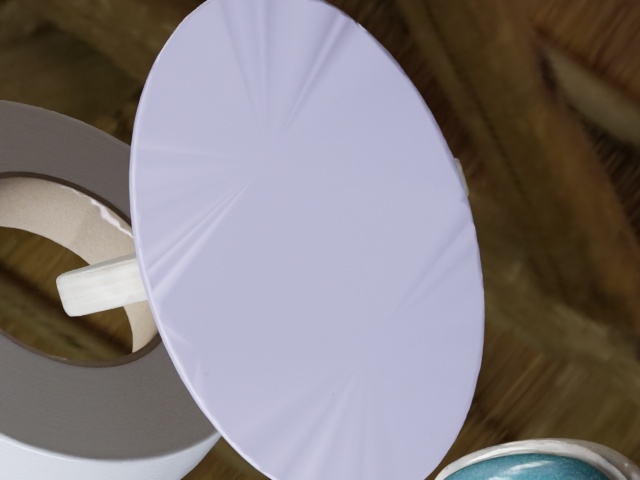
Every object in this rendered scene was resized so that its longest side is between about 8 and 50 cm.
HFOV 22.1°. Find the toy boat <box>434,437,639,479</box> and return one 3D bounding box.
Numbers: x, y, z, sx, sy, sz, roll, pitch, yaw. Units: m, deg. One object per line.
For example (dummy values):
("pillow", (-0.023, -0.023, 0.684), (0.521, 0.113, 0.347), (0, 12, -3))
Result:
("toy boat", (0.091, 0.270, 1.001), (0.148, 0.318, 0.267), (-13, -97, -50))

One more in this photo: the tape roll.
("tape roll", (-0.229, 0.043, 1.368), (0.392, 0.072, 0.392), (22, -141, -19))

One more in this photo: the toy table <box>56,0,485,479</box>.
("toy table", (-0.021, 0.003, 0.921), (0.252, 0.161, 0.274), (-6, -88, -10))
